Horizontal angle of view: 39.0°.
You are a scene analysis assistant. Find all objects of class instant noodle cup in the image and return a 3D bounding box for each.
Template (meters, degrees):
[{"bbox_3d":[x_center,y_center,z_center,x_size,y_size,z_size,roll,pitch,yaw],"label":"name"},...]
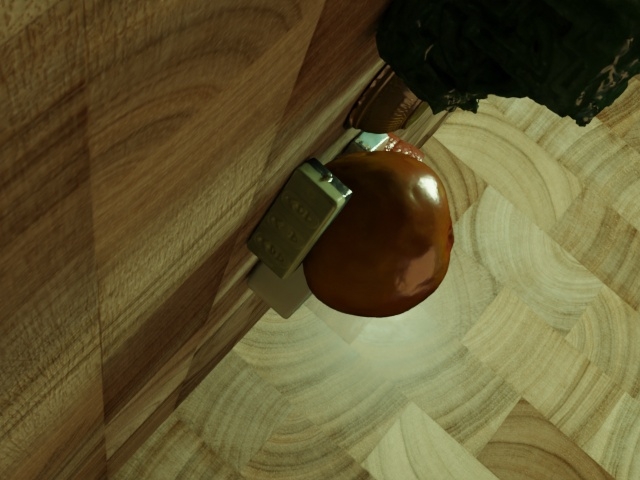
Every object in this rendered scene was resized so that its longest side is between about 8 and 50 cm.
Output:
[{"bbox_3d":[0.164,-0.282,1.678,0.274,0.091,0.274,-48,175,-6],"label":"instant noodle cup"}]

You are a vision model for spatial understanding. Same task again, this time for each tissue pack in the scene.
[{"bbox_3d":[0.097,-0.199,1.950,0.094,0.059,0.074,-45,173,-42],"label":"tissue pack"}]

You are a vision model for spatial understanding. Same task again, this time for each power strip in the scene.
[{"bbox_3d":[-0.042,-0.039,1.664,0.070,0.105,0.256,-43,172,-47],"label":"power strip"}]

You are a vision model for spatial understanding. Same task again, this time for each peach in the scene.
[{"bbox_3d":[0.117,-0.012,1.823,0.343,0.302,0.342,-3,90,-84],"label":"peach"}]

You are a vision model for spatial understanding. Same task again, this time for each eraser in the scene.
[{"bbox_3d":[0.000,0.000,2.172,0.331,0.150,0.331,-49,175,-6],"label":"eraser"}]

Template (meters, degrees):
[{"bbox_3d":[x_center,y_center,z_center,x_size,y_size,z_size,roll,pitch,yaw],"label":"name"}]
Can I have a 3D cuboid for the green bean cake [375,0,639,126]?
[{"bbox_3d":[0.256,-0.273,1.177,0.169,0.308,0.300,-38,168,-42],"label":"green bean cake"}]

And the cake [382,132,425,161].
[{"bbox_3d":[0.147,-0.167,2.200,0.177,0.151,0.283,-60,178,-9],"label":"cake"}]
